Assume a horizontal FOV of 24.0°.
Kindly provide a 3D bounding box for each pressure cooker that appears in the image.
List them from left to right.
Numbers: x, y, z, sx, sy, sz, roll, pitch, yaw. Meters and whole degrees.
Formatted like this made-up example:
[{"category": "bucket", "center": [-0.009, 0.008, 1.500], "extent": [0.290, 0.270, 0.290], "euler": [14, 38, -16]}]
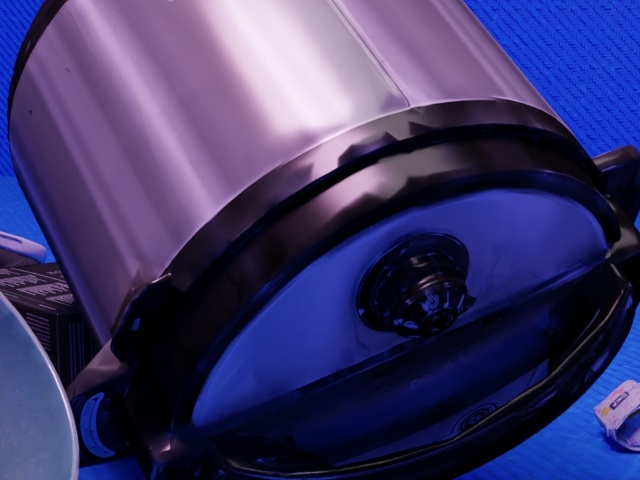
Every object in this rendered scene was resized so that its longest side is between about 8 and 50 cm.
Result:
[{"category": "pressure cooker", "center": [-0.002, -0.003, 1.065], "extent": [0.375, 0.370, 0.420], "euler": [17, 31, -47]}]

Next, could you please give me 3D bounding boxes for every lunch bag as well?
[{"category": "lunch bag", "center": [0.279, 0.147, 1.276], "extent": [0.083, 0.053, 0.071], "euler": [-9, 7, 1]}]

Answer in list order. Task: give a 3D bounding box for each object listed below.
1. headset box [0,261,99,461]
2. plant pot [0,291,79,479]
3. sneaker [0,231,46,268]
[{"category": "headset box", "center": [-0.167, 0.093, 1.375], "extent": [0.283, 0.131, 0.246], "euler": [-7, 11, -37]}, {"category": "plant pot", "center": [-0.314, 0.123, 0.871], "extent": [0.290, 0.195, 0.290], "euler": [37, 21, -17]}, {"category": "sneaker", "center": [-0.361, 0.062, 1.455], "extent": [0.105, 0.147, 0.296], "euler": [-5, -10, 22]}]
